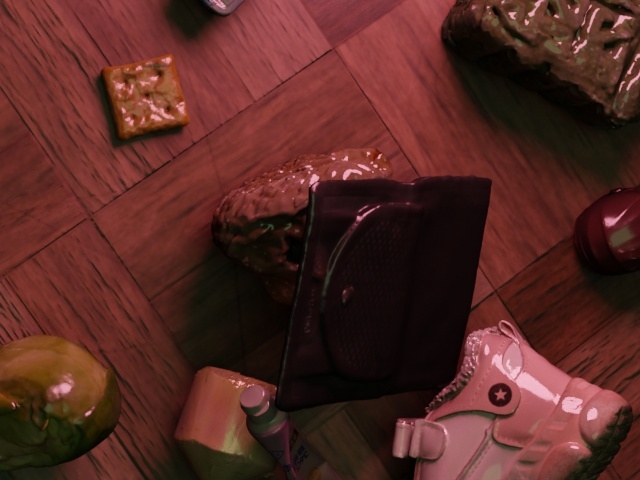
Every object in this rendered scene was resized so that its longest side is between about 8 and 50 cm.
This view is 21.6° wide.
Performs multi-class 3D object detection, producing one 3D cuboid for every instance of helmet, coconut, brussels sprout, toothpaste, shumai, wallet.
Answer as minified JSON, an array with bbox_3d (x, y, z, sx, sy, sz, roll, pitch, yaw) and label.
[{"bbox_3d":[0.356,-0.012,1.925,0.123,0.070,0.098,-28,95,-14],"label":"helmet"},{"bbox_3d":[-0.095,0.203,1.768,0.116,0.116,0.122,21,81,-14],"label":"coconut"},{"bbox_3d":[-0.291,0.169,1.708,0.183,0.145,0.131,-7,121,24],"label":"brussels sprout"},{"bbox_3d":[-0.015,0.246,1.754,0.075,0.048,0.301,-65,145,-30],"label":"toothpaste"},{"bbox_3d":[0.000,0.000,1.787,0.206,0.166,0.175,-24,102,4],"label":"shumai"},{"bbox_3d":[0.072,0.049,1.753,0.323,0.041,0.247,-2,106,-54],"label":"wallet"}]

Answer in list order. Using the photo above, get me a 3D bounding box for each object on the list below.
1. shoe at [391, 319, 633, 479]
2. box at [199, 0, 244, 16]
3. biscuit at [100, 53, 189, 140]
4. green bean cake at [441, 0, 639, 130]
[{"bbox_3d":[0.165,0.258,1.824,0.198,0.172,0.351,43,97,22],"label":"shoe"},{"bbox_3d":[-0.102,-0.293,1.817,0.099,0.054,0.074,-44,101,-12],"label":"box"},{"bbox_3d":[-0.188,-0.155,1.807,0.083,0.018,0.081,-13,92,-15],"label":"biscuit"},{"bbox_3d":[0.294,-0.273,1.891,0.255,0.132,0.241,30,77,-12],"label":"green bean cake"}]
